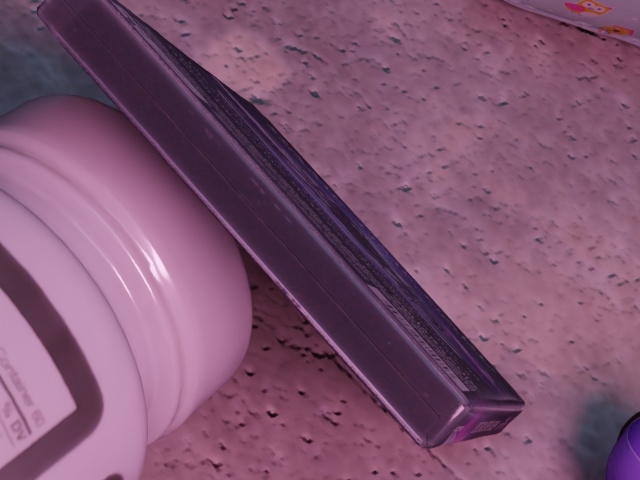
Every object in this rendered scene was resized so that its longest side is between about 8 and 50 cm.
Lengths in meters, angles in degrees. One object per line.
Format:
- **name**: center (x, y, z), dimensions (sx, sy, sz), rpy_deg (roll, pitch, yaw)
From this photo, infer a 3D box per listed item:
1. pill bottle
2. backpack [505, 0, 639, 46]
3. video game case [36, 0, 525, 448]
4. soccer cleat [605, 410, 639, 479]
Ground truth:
- **pill bottle**: center (-0.164, 0.071, 0.617), dimensions (0.161, 0.161, 0.283), rpy_deg (44, 50, 8)
- **backpack**: center (0.179, -0.196, 0.949), dimensions (0.166, 0.188, 0.144), rpy_deg (17, 52, -15)
- **video game case**: center (0.000, 0.000, 0.710), dimensions (0.026, 0.274, 0.196), rpy_deg (-43, 79, 3)
- **soccer cleat**: center (0.191, 0.214, 0.730), dimensions (0.116, 0.108, 0.318), rpy_deg (-17, 69, -29)
